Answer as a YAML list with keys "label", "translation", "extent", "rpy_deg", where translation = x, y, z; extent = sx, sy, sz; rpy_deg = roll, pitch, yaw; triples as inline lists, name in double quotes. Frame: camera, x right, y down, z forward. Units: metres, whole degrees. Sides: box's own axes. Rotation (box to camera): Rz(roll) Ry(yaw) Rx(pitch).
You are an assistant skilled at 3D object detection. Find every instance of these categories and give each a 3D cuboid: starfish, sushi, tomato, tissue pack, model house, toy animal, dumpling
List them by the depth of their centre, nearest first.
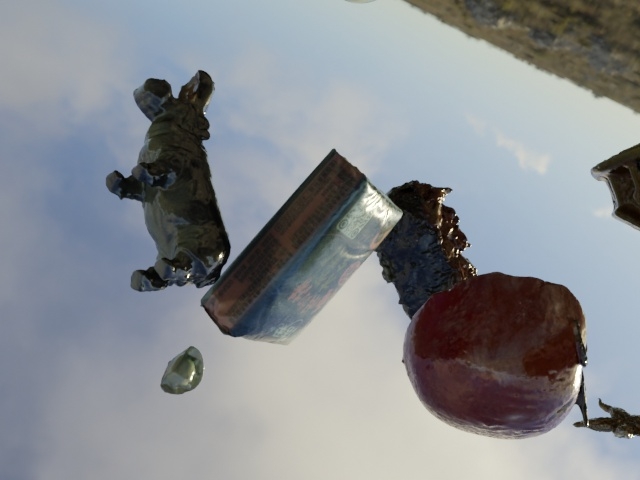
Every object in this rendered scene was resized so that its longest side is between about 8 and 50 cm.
- label: "toy animal"
  translation: [-0.207, -0.098, 1.041]
  extent: [0.168, 0.106, 0.342]
  rpy_deg: [11, -112, -48]
- label: "tomato"
  translation: [0.251, 0.200, 1.089]
  extent: [0.309, 0.309, 0.170]
  rpy_deg: [26, -147, 1]
- label: "dumpling"
  translation: [-0.215, 0.211, 1.171]
  extent: [0.059, 0.043, 0.077]
  rpy_deg: [39, -127, -16]
- label: "tissue pack"
  translation: [-0.020, 0.025, 1.180]
  extent: [0.103, 0.315, 0.228]
  rpy_deg: [43, -175, 25]
- label: "sushi"
  translation: [0.234, 0.042, 1.630]
  extent: [0.343, 0.182, 0.196]
  rpy_deg: [62, -148, -22]
- label: "starfish"
  translation: [0.703, 0.414, 1.702]
  extent: [0.236, 0.062, 0.277]
  rpy_deg: [-4, -175, -16]
- label: "model house"
  translation: [0.754, -0.100, 1.730]
  extent: [0.268, 0.174, 0.239]
  rpy_deg: [0, -109, -70]

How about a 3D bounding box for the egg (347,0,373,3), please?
- label: "egg"
  translation: [0.086, -0.687, 1.515]
  extent: [0.276, 0.388, 0.276]
  rpy_deg: [-1, -151, 1]
